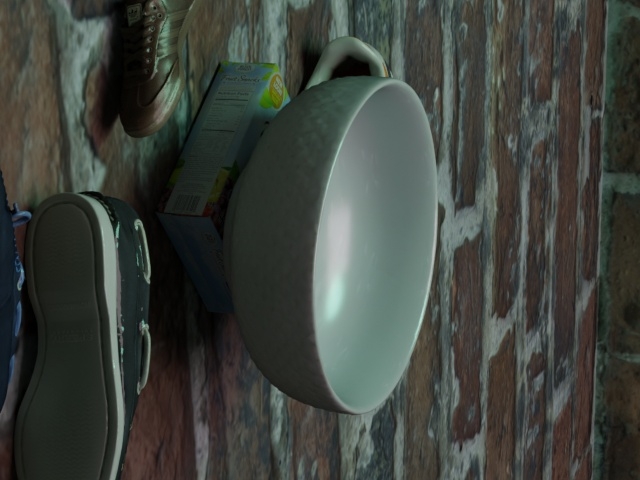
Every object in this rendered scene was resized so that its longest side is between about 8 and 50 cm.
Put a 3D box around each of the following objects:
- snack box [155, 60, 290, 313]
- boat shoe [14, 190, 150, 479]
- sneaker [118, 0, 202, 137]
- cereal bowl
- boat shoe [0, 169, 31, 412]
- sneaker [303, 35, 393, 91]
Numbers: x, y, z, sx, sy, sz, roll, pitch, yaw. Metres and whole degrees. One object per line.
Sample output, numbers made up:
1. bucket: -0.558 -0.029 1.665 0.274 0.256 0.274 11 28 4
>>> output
1. snack box: -0.082 -0.054 1.677 0.174 0.070 0.207 67 35 -50
2. boat shoe: -0.193 0.109 1.385 0.091 0.114 0.302 1 95 -62
3. sneaker: -0.162 -0.186 1.480 0.071 0.066 0.188 40 52 -44
4. cereal bowl: 0.000 0.000 1.611 0.339 0.141 0.338 6 90 -66
5. boat shoe: -0.274 0.027 1.213 0.089 0.109 0.258 -60 165 -59
6. sneaker: 0.022 -0.083 1.861 0.127 0.126 0.321 52 37 -66
